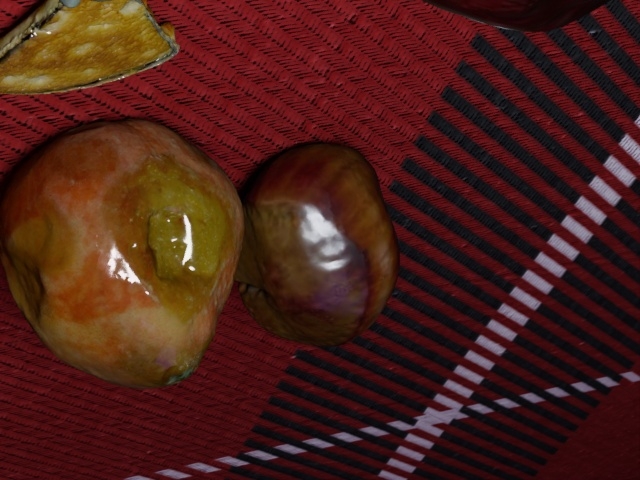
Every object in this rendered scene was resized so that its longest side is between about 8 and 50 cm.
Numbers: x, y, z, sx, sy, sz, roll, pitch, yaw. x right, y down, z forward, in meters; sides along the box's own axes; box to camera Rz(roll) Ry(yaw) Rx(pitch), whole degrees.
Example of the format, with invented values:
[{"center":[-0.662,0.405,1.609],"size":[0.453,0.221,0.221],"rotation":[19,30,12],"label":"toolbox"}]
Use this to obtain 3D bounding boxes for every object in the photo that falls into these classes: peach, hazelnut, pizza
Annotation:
[{"center":[-0.164,0.018,1.649],"size":[0.214,0.236,0.214],"rotation":[-20,165,-6],"label":"peach"},{"center":[0.000,0.000,1.826],"size":[0.178,0.178,0.204],"rotation":[-18,124,-7],"label":"hazelnut"},{"center":[-0.194,-0.168,1.473],"size":[0.184,0.036,0.176],"rotation":[-17,157,-15],"label":"pizza"}]

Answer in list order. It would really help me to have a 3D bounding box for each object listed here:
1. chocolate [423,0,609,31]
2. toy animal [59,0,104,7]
[{"center":[0.098,-0.275,0.980],"size":[0.384,0.331,0.383],"rotation":[-55,178,-3],"label":"chocolate"},{"center":[-0.101,-0.233,1.256],"size":[0.236,0.138,0.108],"rotation":[-3,176,42],"label":"toy animal"}]
